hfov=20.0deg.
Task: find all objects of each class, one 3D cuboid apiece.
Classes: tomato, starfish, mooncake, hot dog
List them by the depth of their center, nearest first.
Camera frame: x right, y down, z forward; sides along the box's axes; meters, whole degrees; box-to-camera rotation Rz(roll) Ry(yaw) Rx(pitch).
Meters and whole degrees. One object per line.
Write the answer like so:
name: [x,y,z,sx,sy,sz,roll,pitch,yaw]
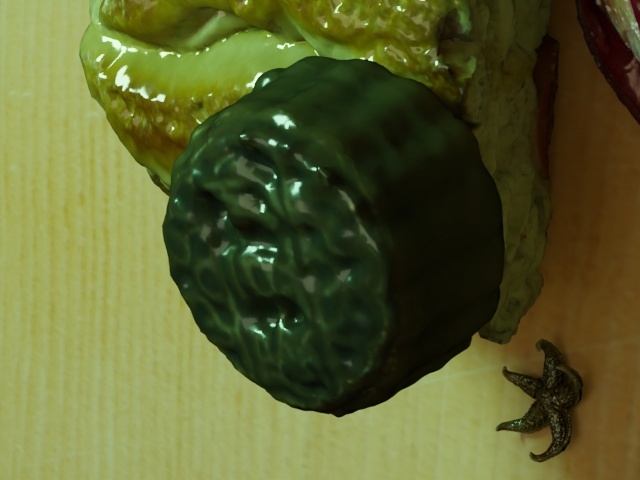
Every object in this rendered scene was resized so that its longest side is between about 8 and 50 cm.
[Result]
tomato: [0.242,-0.143,1.159,0.173,0.099,0.189,61,173,0]
mooncake: [0.000,0.000,1.176,0.228,0.124,0.228,22,127,31]
starfish: [0.161,0.119,1.324,0.091,0.028,0.078,-46,59,41]
hot dog: [-0.005,-0.142,1.324,0.365,0.196,0.367,12,112,31]
